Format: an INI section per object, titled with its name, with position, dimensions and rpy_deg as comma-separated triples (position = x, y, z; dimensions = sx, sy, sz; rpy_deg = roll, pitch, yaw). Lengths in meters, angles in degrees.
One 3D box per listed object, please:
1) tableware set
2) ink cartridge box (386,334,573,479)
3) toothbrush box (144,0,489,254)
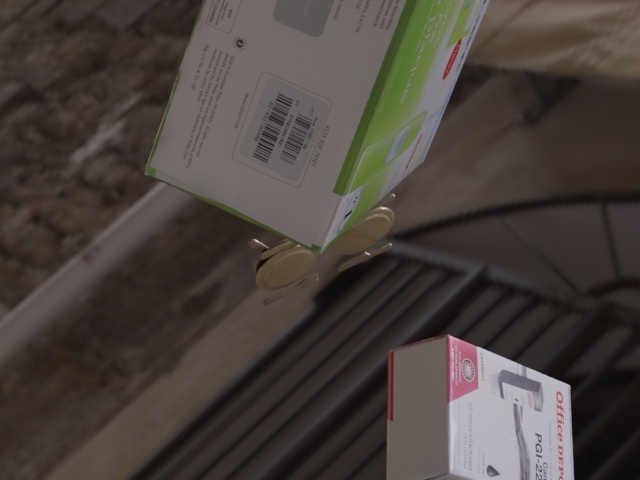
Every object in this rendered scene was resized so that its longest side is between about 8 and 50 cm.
[tableware set]
position = 0.000, 0.000, 1.972
dimensions = 0.039, 0.194, 0.128
rpy_deg = 58, -16, 28
[ink cartridge box]
position = 0.176, 0.210, 1.719
dimensions = 0.092, 0.159, 0.218
rpy_deg = -20, -32, 39
[toothbrush box]
position = 0.021, -0.135, 1.004
dimensions = 0.122, 0.206, 0.283
rpy_deg = 24, 18, 8
